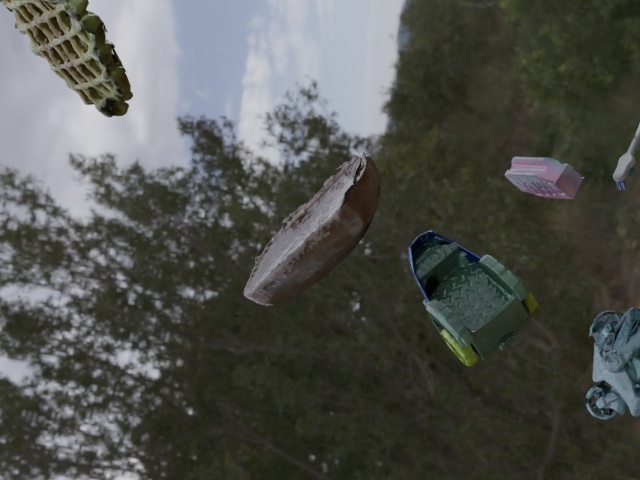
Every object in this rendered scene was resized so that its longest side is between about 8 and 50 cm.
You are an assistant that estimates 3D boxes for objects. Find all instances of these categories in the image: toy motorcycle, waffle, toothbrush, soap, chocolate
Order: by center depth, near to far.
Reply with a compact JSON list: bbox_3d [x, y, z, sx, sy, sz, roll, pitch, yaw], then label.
[{"bbox_3d":[0.001,0.000,1.149,0.261,0.083,0.161,-43,16,38],"label":"chocolate"},{"bbox_3d":[0.479,-0.194,1.209,0.304,0.030,0.030,-58,-14,-23],"label":"toothbrush"},{"bbox_3d":[-0.461,-0.367,1.533,0.073,0.317,0.297,-46,-20,-20],"label":"waffle"},{"bbox_3d":[0.277,0.087,1.773,0.326,0.191,0.200,46,174,48],"label":"toy motorcycle"},{"bbox_3d":[0.493,-0.136,1.857,0.149,0.100,0.056,12,71,57],"label":"soap"},{"bbox_3d":[0.717,0.287,1.945,0.154,0.206,0.260,18,-104,-61],"label":"toy motorcycle"}]
